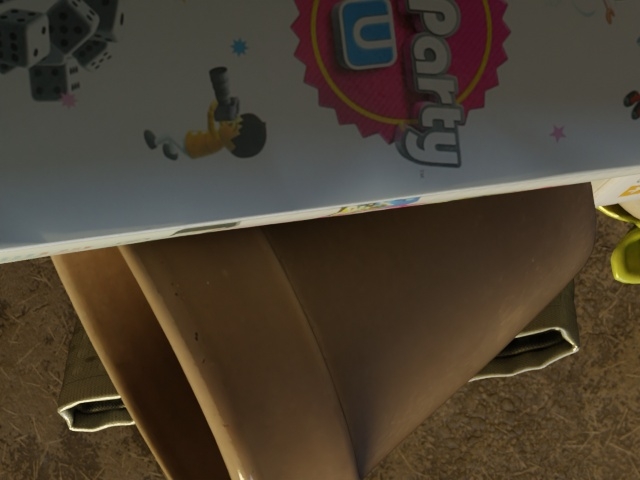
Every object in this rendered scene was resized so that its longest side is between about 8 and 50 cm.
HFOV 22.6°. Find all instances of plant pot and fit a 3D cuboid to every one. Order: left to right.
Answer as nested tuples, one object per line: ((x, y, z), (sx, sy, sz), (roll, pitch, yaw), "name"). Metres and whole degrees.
((0.004, 0.003, 0.793), (0.229, 0.263, 0.263), (-26, -174, -16), "plant pot")

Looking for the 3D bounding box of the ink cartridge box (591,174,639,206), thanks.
((0.346, -0.103, 1.020), (0.371, 0.069, 0.176), (-7, 159, -25), "ink cartridge box")

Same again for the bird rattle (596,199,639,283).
((0.303, -0.076, 1.215), (0.253, 0.143, 0.207), (-38, 145, 10), "bird rattle")

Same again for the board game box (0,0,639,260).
((-0.023, -0.050, 0.525), (0.303, 0.097, 0.224), (-8, -179, -15), "board game box")

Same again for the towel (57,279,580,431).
((0.000, 0.000, 1.023), (0.312, 0.056, 0.324), (-9, -145, 10), "towel")
